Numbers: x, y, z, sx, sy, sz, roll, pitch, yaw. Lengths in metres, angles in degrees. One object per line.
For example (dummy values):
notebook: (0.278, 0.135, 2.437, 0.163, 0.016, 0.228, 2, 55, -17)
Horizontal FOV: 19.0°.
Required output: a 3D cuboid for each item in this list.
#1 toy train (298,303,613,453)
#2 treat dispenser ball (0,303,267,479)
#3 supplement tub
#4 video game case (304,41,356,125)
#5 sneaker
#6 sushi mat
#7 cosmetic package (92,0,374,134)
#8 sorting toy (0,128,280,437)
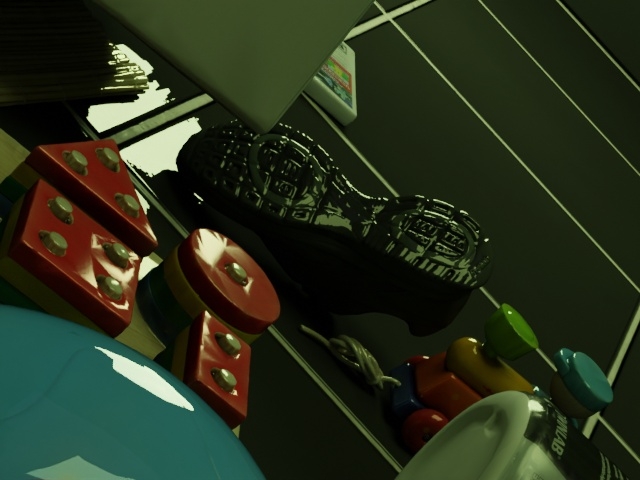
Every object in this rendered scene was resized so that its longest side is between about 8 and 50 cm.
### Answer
toy train: (0.120, 0.105, 1.620, 0.248, 0.143, 0.105, 40, 21, -20)
treat dispenser ball: (-0.146, 0.168, 0.758, 0.288, 0.288, 0.288, 40, 21, -19)
supplement tub: (0.193, 0.275, 1.380, 0.316, 0.193, 0.193, 44, 20, -10)
video game case: (-0.038, -0.230, 2.106, 0.201, 0.023, 0.183, 41, 21, -19)
sneaker: (0.000, 0.000, 1.647, 0.286, 0.130, 0.109, 28, 48, 5)
sushi mat: (-0.253, -0.174, 1.575, 0.151, 0.019, 0.316, 49, 20, 9)
cosmetic package: (-0.135, -0.360, 1.522, 0.393, 0.327, 0.329, 37, 4, -39)
sorting toy: (-0.136, 0.035, 1.316, 0.257, 0.089, 0.255, 40, 21, -18)
